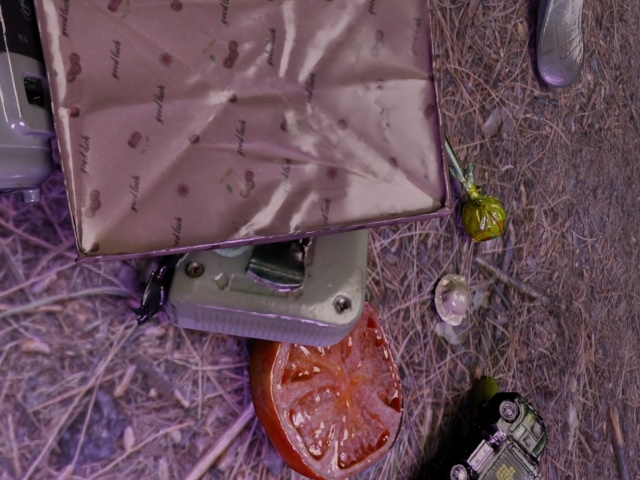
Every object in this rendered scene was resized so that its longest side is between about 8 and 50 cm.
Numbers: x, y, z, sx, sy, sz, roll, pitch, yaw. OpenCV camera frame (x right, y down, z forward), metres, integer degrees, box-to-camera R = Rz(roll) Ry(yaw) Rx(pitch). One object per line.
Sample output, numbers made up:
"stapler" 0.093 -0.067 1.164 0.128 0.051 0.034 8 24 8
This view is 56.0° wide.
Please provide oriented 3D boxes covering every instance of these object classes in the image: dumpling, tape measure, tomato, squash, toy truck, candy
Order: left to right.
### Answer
"tape measure" -0.066 0.004 0.667 0.235 0.115 0.207 9 66 -8
"tomato" 0.004 0.182 0.769 0.236 0.095 0.237 11 73 -39
"dumpling" 0.218 0.097 1.008 0.052 0.057 0.076 -54 155 -73
"candy" 0.244 -0.118 1.040 0.073 0.077 0.262 -35 100 -41
"toy truck" 0.247 0.359 0.929 0.259 0.088 0.121 -43 92 -20
"squash" 0.288 0.334 1.030 0.066 0.066 0.201 17 69 -40

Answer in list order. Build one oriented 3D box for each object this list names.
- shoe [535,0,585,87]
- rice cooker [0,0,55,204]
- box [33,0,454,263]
"shoe" 0.512 -0.454 1.296 0.100 0.103 0.251 -68 160 -80
"rice cooker" -0.318 -0.125 0.417 0.280 0.241 0.227 -66 148 -84
"box" -0.064 -0.111 0.526 0.297 0.190 0.225 -8 93 -9
